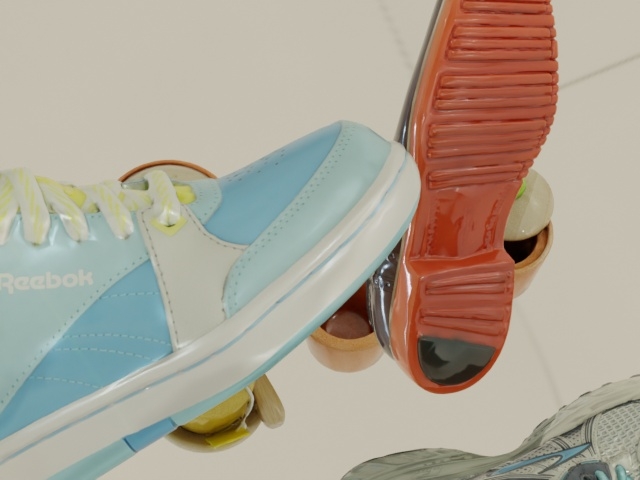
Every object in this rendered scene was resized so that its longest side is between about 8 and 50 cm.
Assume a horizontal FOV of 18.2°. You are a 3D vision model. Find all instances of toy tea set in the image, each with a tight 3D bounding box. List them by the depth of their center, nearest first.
[{"bbox_3d":[0.000,0.000,1.402,0.336,0.124,0.200,-23,63,-14],"label":"toy tea set"}]

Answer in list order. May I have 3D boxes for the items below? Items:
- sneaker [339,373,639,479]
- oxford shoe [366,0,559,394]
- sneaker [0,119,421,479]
[{"bbox_3d":[0.148,0.174,1.223,0.283,0.122,0.110,-19,111,-1],"label":"sneaker"},{"bbox_3d":[0.068,-0.050,1.184,0.097,0.098,0.271,1,109,-31],"label":"oxford shoe"},{"bbox_3d":[-0.127,-0.008,0.878,0.319,0.127,0.208,-34,103,-6],"label":"sneaker"}]
